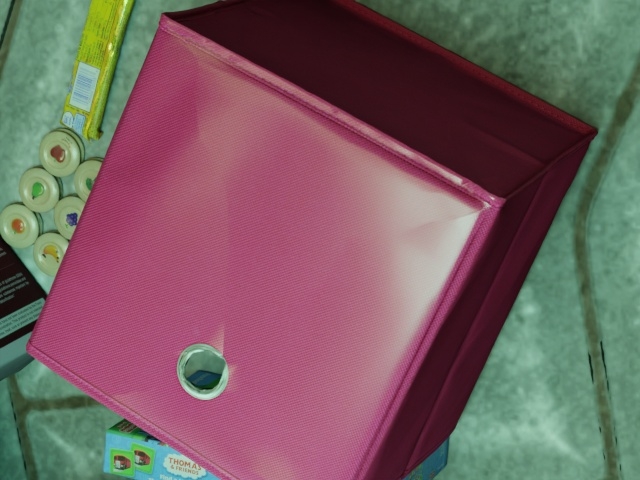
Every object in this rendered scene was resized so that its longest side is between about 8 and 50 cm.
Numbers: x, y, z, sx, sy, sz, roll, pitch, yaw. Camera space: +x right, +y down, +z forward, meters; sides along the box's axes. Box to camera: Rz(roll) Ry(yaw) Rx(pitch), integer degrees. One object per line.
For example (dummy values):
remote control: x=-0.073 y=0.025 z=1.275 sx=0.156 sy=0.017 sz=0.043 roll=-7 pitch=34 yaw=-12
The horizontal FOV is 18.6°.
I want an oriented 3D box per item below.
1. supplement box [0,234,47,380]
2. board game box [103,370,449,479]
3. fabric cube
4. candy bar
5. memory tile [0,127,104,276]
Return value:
supplement box: x=-0.319 y=0.009 z=1.530 sx=0.073 sy=0.130 sz=0.239 roll=-38 pitch=87 yaw=26
board game box: x=-0.029 y=0.153 z=1.434 sx=0.211 sy=0.160 sz=0.039 roll=12 pitch=106 yaw=18
fabric cube: x=0.000 y=0.000 z=1.330 sx=0.254 sy=0.259 sz=0.258 roll=31 pitch=112 yaw=13
candy bar: x=-0.167 y=-0.151 z=1.490 sx=0.040 sy=0.018 sz=0.162 roll=24 pitch=111 yaw=18
memory tile: x=-0.180 y=-0.006 z=1.535 sx=0.148 sy=0.012 sz=0.113 roll=38 pitch=114 yaw=9
